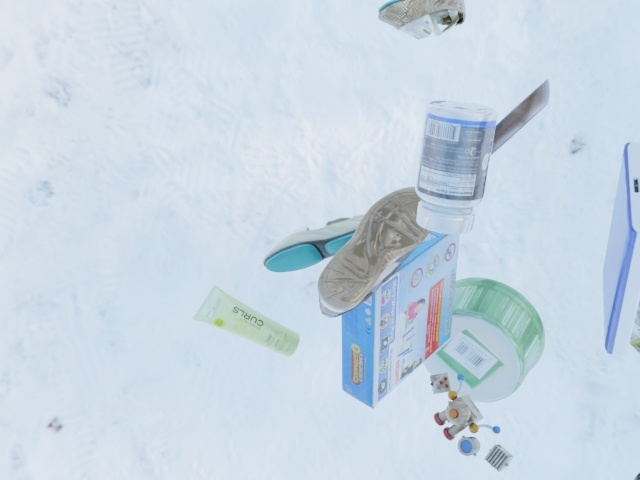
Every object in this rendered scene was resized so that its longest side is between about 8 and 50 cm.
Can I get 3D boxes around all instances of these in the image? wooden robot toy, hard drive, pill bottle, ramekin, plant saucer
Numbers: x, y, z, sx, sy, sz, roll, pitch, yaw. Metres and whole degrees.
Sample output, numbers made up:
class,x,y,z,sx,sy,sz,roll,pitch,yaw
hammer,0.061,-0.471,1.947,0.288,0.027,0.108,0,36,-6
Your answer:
class,x,y,z,sx,sy,sz,roll,pitch,yaw
wooden robot toy,0.206,0.268,1.002,0.076,0.079,0.173,-40,63,15
hard drive,0.529,0.021,1.173,0.040,0.319,0.210,3,48,18
pill bottle,0.147,-0.081,0.753,0.078,0.078,0.137,8,110,7
ramekin,0.398,0.260,1.713,0.303,0.148,0.304,15,122,26
plant saucer,0.455,-0.273,1.681,0.310,0.310,0.050,-42,87,6

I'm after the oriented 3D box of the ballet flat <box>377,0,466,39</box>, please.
class,x,y,z,sx,sy,sz,roll,pitch,yaw
ballet flat,0.176,-0.366,1.104,0.206,0.073,0.067,-26,96,-37

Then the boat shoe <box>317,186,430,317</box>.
class,x,y,z,sx,sy,sz,roll,pitch,yaw
boat shoe,0.090,0.019,1.134,0.102,0.092,0.285,40,63,5

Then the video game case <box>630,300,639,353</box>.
class,x,y,z,sx,sy,sz,roll,pitch,yaw
video game case,0.841,0.191,1.767,0.248,0.275,0.035,41,132,-13

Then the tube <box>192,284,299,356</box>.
class,x,y,z,sx,sy,sz,roll,pitch,yaw
tube,-0.159,0.188,1.511,0.240,0.062,0.070,31,60,-22

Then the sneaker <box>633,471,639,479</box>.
class,x,y,z,sx,sy,sz,roll,pitch,yaw
sneaker,0.486,0.344,0.801,0.234,0.084,0.097,7,48,17

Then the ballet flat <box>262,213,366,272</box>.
class,x,y,z,sx,sy,sz,roll,pitch,yaw
ballet flat,0.000,0.000,1.388,0.248,0.086,0.086,-14,89,9

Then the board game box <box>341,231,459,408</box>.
class,x,y,z,sx,sy,sz,roll,pitch,yaw
board game box,0.170,0.141,1.427,0.086,0.301,0.309,22,127,35
